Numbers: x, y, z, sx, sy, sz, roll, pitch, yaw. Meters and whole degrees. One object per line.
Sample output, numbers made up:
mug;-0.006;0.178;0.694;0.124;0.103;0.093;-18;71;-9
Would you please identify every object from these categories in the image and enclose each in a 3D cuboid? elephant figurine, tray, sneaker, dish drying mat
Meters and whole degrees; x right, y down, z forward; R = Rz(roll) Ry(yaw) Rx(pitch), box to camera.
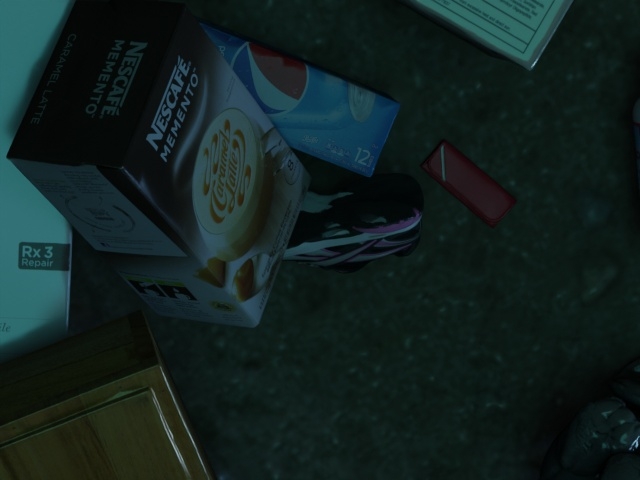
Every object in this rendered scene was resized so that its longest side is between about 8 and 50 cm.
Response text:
elephant figurine;0.313;0.167;1.585;0.239;0.186;0.169;-32;142;-27
tray;-0.163;0.257;1.484;0.203;0.076;0.411;-21;130;-3
sneaker;0.000;0.000;1.547;0.178;0.072;0.077;-3;143;10
dish drying mat;0.124;-0.047;1.584;0.083;0.008;0.032;39;93;-13

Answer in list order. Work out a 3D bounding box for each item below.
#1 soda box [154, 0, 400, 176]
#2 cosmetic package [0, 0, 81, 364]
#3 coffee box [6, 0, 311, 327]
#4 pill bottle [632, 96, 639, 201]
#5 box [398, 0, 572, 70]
soda box;-0.047;-0.122;1.514;0.210;0.071;0.067;20;98;-11
cosmetic package;-0.293;-0.070;1.447;0.217;0.156;0.385;0;102;-10
coffee box;-0.112;-0.053;1.414;0.098;0.246;0.141;7;65;27
pill bottle;0.303;-0.076;1.561;0.087;0.087;0.160;-9;101;-6
box;0.148;-0.271;1.483;0.149;0.127;0.232;29;96;-12
